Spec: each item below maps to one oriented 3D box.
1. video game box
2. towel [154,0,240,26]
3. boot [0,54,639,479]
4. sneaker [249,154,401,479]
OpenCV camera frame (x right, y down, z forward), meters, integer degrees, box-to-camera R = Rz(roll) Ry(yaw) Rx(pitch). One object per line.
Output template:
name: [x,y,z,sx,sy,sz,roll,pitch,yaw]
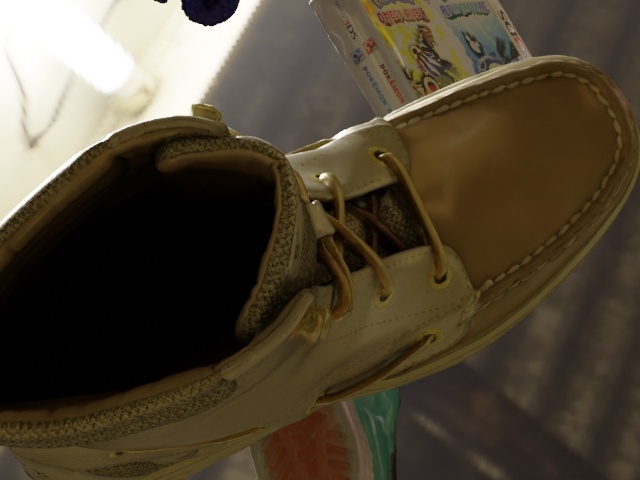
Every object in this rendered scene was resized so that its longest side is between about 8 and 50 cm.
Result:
video game box: [0.106,-0.129,1.543,0.205,0.048,0.187,-15,-110,-54]
towel: [-0.092,-0.322,1.491,0.308,0.076,0.228,-88,-4,-60]
boot: [0.000,0.000,0.521,0.213,0.165,0.077,-29,-101,-4]
sneaker: [-0.009,0.086,1.473,0.121,0.108,0.302,37,-141,-60]
